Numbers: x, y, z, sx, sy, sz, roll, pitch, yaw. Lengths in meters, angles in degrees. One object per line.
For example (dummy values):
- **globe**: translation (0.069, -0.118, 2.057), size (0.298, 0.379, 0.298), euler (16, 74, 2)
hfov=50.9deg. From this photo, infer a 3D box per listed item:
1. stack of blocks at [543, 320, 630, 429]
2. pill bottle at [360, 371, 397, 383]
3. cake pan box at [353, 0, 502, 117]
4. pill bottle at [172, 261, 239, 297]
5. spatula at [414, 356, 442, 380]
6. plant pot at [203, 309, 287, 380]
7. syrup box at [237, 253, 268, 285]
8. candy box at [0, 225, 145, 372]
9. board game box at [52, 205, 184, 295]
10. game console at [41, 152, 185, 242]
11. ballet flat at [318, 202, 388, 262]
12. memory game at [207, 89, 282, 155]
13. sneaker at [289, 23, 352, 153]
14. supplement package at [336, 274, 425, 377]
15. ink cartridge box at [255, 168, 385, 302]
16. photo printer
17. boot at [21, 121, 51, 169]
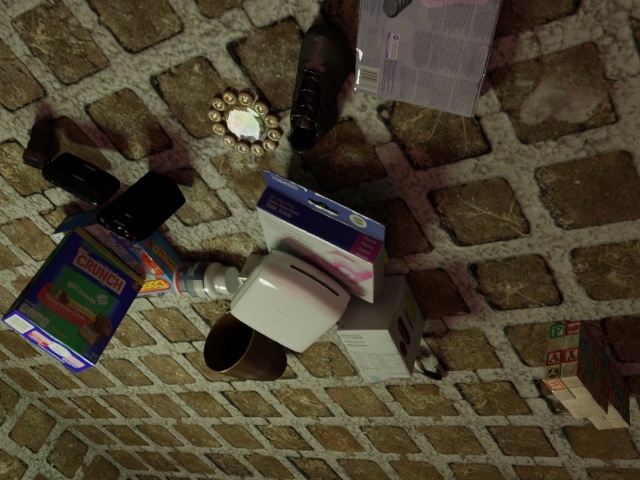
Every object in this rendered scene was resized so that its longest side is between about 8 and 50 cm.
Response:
- **stack of blocks**: translation (0.691, 0.368, 1.728), size (0.087, 0.171, 0.297), euler (-20, 125, 40)
- **pill bottle**: translation (0.204, 0.381, 2.044), size (0.160, 0.087, 0.087), euler (-23, 122, 41)
- **cake pan box**: translation (0.191, -0.363, 1.238), size (0.245, 0.070, 0.267), euler (16, 140, 13)
- **pill bottle**: translation (-0.336, 0.116, 1.994), size (0.180, 0.108, 0.108), euler (0, 135, 25)
- **spatula**: translation (0.287, 0.367, 1.969), size (0.084, 0.030, 0.296), euler (11, 161, 39)
- **plant pot**: translation (-0.218, 0.362, 2.159), size (0.215, 0.216, 0.230), euler (-14, 142, 37)
- **syrup box**: translation (-0.101, 0.108, 1.881), size (0.236, 0.093, 0.096), euler (3, 137, 23)
- **candy box**: translation (-0.694, 0.168, 1.924), size (0.122, 0.317, 0.268), euler (-24, 123, 40)
- **board game box**: translation (-0.606, 0.037, 2.053), size (0.308, 0.086, 0.302), euler (-10, 130, 33)
- **game console**: translation (-0.549, -0.136, 1.751), size (0.361, 0.213, 0.044), euler (27, 136, 12)
- **ballet flat**: translation (0.083, -0.022, 1.669), size (0.230, 0.077, 0.077), euler (31, 123, -6)
- **memory game**: translation (-0.177, -0.270, 1.561), size (0.186, 0.012, 0.186), euler (14, 140, 12)
- **sneaker**: translation (-0.009, -0.295, 1.361), size (0.108, 0.130, 0.286), euler (17, 139, 11)
- **supplement package**: translation (0.169, 0.230, 1.807), size (0.149, 0.194, 0.203), euler (-4, 134, 29)
- **ink cartridge box**: translation (0.000, 0.000, 1.627), size (0.324, 0.071, 0.330), euler (26, 158, 17)
- **photo printer**: translation (-0.079, 0.158, 1.755), size (0.256, 0.107, 0.307), euler (31, 143, -8)
- **boot**: translation (-0.756, -0.251, 1.828), size (0.082, 0.106, 0.219), euler (18, 172, -20)
